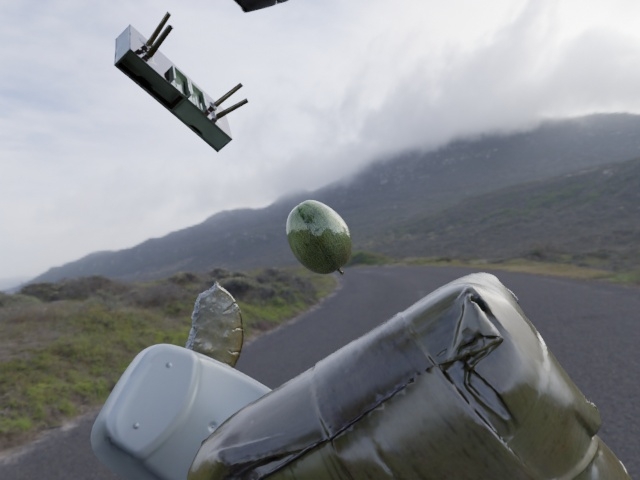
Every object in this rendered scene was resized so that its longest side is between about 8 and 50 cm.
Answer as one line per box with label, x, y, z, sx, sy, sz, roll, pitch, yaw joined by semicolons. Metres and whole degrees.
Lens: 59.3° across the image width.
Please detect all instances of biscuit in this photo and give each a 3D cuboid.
biscuit;-0.246;0.244;1.302;0.141;0.289;0.038;18;-11;-29

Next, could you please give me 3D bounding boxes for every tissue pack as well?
tissue pack;-0.209;0.336;0.976;0.333;0.229;0.236;30;-32;-10

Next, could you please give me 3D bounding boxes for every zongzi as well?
zongzi;0.095;0.344;0.597;0.500;0.466;0.218;-33;-11;13

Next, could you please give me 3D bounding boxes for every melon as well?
melon;0.000;0.000;1.279;0.139;0.192;0.139;-31;13;8

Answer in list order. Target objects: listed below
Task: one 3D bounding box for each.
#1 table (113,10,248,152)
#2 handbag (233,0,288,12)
table;-0.239;-0.294;1.018;0.111;0.121;0.240;-38;-49;15
handbag;-0.103;-0.451;0.682;0.152;0.287;0.342;-20;14;-2
